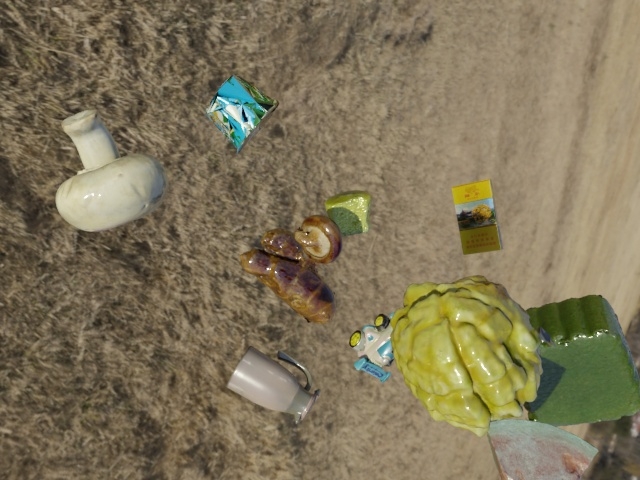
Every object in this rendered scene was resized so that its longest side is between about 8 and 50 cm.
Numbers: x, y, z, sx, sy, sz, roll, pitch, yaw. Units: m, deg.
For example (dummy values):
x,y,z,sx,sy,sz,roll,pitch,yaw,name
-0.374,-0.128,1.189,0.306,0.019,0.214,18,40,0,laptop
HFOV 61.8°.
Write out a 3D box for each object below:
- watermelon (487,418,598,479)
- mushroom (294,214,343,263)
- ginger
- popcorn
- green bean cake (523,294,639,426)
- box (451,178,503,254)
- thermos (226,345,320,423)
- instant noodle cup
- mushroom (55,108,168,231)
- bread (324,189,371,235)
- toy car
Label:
x,y,z,sx,sy,sz,roll,pitch,yaw,name
0.296,0.377,0.793,0.202,0.136,0.207,-10,113,-46,watermelon
0.000,0.000,1.275,0.087,0.127,0.127,-37,135,-41,mushroom
-0.081,0.123,1.969,0.418,0.176,0.254,43,59,-10,ginger
0.164,0.119,0.579,0.173,0.173,0.142,-10,138,-53,popcorn
0.538,0.265,1.162,0.250,0.247,0.156,59,27,-20,green bean cake
0.342,-0.050,1.169,0.023,0.087,0.155,-7,87,-54,box
-0.095,0.318,1.209,0.137,0.193,0.105,-58,176,-43,thermos
-0.283,-0.454,1.877,0.240,0.178,0.240,-49,-171,10,instant noodle cup
-0.592,-0.161,1.525,0.315,0.315,0.356,-47,166,-30,mushroom
0.080,-0.081,1.487,0.111,0.129,0.114,-92,174,-69,bread
0.160,0.254,1.277,0.126,0.098,0.161,34,118,-27,toy car
